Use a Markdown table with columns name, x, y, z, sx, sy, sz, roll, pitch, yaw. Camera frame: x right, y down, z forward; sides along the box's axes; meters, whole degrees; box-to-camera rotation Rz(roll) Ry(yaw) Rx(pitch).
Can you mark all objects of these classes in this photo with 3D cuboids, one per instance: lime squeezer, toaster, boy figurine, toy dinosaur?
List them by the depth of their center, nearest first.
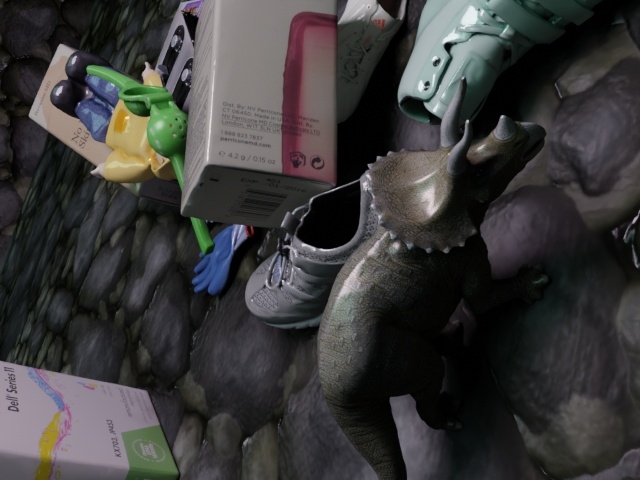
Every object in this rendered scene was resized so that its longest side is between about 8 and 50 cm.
| name | x | y | z | sx | sy | sz | roll | pitch | yaw |
| --- | --- | --- | --- | --- | --- | --- | --- | --- | --- |
| toy dinosaur | 0.059 | 0.052 | 0.496 | 0.314 | 0.160 | 0.121 | -62 | 33 | 10 |
| lime squeezer | -0.193 | -0.136 | 0.809 | 0.310 | 0.058 | 0.110 | 54 | 159 | 18 |
| toaster | -0.114 | -0.194 | 0.894 | 0.110 | 0.185 | 0.168 | -51 | 44 | 31 |
| boy figurine | -0.259 | -0.153 | 0.952 | 0.285 | 0.092 | 0.177 | 38 | 99 | 30 |

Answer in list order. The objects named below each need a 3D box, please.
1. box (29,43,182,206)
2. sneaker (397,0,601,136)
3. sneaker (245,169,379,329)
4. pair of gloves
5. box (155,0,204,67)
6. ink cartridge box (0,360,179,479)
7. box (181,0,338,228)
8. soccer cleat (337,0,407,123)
| name | x | y | z | sx | sy | sz | roll | pitch | yaw |
| --- | --- | --- | --- | --- | --- | --- | --- | --- | --- |
| box | -0.320 | -0.189 | 1.115 | 0.311 | 0.121 | 0.148 | 31 | 99 | 30 |
| sneaker | 0.154 | -0.158 | 0.530 | 0.256 | 0.094 | 0.151 | -6 | 61 | 66 |
| sneaker | 0.000 | 0.000 | 0.653 | 0.281 | 0.115 | 0.105 | -35 | 46 | 42 |
| pair of gloves | -0.133 | -0.020 | 0.953 | 0.159 | 0.023 | 0.198 | -43 | 40 | 38 |
| box | -0.251 | -0.293 | 1.247 | 0.201 | 0.057 | 0.293 | 24 | 93 | 57 |
| ink cartridge box | -0.379 | 0.253 | 0.853 | 0.119 | 0.353 | 0.207 | -64 | 33 | 9 |
| box | -0.063 | -0.145 | 0.702 | 0.148 | 0.126 | 0.232 | 140 | 134 | -64 |
| soccer cleat | 0.047 | -0.223 | 0.760 | 0.076 | 0.068 | 0.196 | 13 | 81 | 55 |
